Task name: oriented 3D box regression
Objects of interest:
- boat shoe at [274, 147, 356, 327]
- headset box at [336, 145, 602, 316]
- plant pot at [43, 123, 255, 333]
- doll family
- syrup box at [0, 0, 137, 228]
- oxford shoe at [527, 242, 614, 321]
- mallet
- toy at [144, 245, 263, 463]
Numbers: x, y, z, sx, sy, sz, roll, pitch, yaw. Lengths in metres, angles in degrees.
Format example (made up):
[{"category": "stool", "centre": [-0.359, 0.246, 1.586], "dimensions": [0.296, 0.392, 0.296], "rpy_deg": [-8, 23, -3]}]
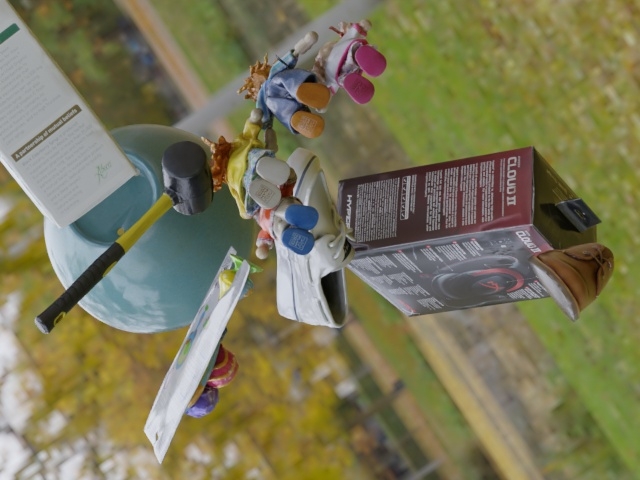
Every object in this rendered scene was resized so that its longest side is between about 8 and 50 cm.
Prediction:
[{"category": "boat shoe", "centre": [0.000, 0.000, 2.024], "dimensions": [0.084, 0.095, 0.258], "rpy_deg": [18, 143, 17]}, {"category": "headset box", "centre": [0.195, -0.007, 2.188], "dimensions": [0.218, 0.293, 0.110], "rpy_deg": [38, -131, -52]}, {"category": "plant pot", "centre": [-0.251, -0.035, 2.386], "dimensions": [0.290, 0.290, 0.195], "rpy_deg": [56, -178, 17]}, {"category": "doll family", "centre": [-0.044, -0.117, 1.771], "dimensions": [0.118, 0.263, 0.163], "rpy_deg": [22, -176, -20]}, {"category": "syrup box", "centre": [-0.282, -0.133, 1.644], "dimensions": [0.237, 0.096, 0.093], "rpy_deg": [55, 170, -19]}, {"category": "oxford shoe", "centre": [0.257, 0.030, 1.780], "dimensions": [0.076, 0.076, 0.212], "rpy_deg": [56, -170, 1]}, {"category": "mallet", "centre": [-0.151, -0.004, 1.372], "dimensions": [0.039, 0.189, 0.062], "rpy_deg": [34, 149, 20]}, {"category": "toy", "centre": [-0.121, 0.131, 1.991], "dimensions": [0.056, 0.237, 0.137], "rpy_deg": [21, -175, -15]}]
